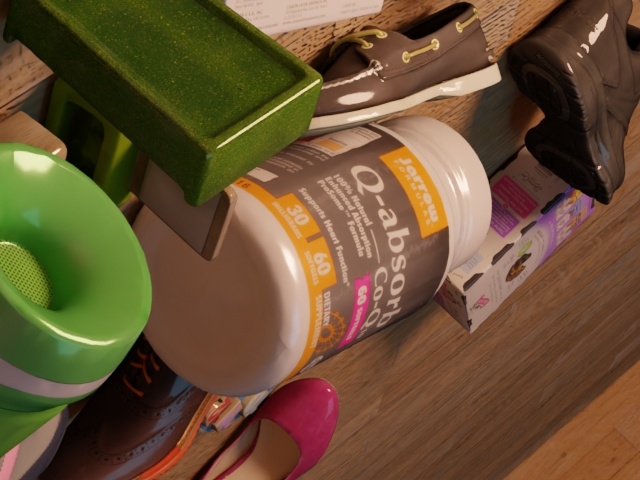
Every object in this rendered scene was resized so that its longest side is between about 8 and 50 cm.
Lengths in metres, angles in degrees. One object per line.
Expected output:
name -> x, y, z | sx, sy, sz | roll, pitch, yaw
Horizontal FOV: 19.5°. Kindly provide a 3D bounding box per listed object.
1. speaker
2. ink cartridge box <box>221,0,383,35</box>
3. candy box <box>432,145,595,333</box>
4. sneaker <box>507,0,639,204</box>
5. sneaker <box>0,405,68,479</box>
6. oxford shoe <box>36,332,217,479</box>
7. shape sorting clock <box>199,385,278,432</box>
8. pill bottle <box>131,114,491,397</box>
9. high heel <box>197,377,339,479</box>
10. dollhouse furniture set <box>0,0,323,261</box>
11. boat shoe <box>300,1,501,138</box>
speaker -> -0.216, 0.078, 0.891 | 0.296, 0.131, 0.131 | -37, 168, 30
ink cartridge box -> 0.000, -0.234, 1.097 | 0.181, 0.056, 0.224 | -20, 130, -53
candy box -> 0.198, -0.010, 1.955 | 0.196, 0.070, 0.165 | -44, 162, -8
sneaker -> 0.262, -0.134, 1.749 | 0.130, 0.109, 0.286 | -48, 157, -13
sneaker -> -0.227, 0.110, 1.152 | 0.131, 0.112, 0.319 | -47, 173, 23
oxford shoe -> -0.129, 0.101, 1.474 | 0.271, 0.097, 0.098 | -45, 143, -16
shape sorting clock -> -0.043, 0.097, 1.702 | 0.206, 0.040, 0.206 | -40, 162, -16
pill bottle -> 0.000, 0.000, 1.389 | 0.278, 0.162, 0.162 | -25, 153, -48
high heel -> -0.074, 0.230, 1.859 | 0.244, 0.082, 0.117 | -43, 177, 36
dollhouse furniture set -> -0.169, -0.001, 0.987 | 0.301, 0.151, 0.197 | -37, 160, -39
boat shoe -> 0.043, -0.125, 1.373 | 0.081, 0.068, 0.228 | -7, -170, 44
